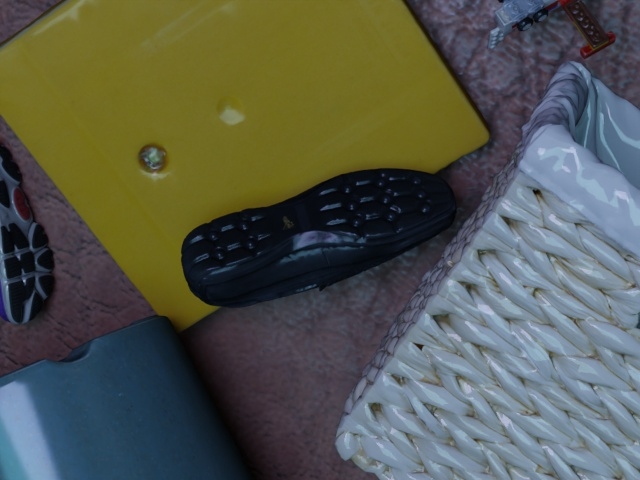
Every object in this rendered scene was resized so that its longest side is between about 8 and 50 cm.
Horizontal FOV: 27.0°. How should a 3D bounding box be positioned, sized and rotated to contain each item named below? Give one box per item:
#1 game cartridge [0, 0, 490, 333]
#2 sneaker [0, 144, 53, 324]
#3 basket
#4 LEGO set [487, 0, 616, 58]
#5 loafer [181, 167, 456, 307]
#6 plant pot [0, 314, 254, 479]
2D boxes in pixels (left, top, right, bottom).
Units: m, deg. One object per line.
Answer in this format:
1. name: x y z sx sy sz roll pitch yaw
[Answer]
1. game cartridge: -0.071 -0.114 1.082 0.324 0.052 0.285 -32 108 12
2. sneaker: -0.289 -0.007 1.172 0.071 0.068 0.169 -18 88 28
3. basket: 0.225 0.082 0.959 0.328 0.331 0.266 37 110 2
4. LEGO set: 0.236 -0.219 1.027 0.244 0.060 0.182 16 75 10
5. loafer: 0.000 0.000 1.066 0.223 0.078 0.076 -16 57 0
6. plant pot: -0.177 0.258 1.075 0.341 0.341 0.334 -24 87 14
